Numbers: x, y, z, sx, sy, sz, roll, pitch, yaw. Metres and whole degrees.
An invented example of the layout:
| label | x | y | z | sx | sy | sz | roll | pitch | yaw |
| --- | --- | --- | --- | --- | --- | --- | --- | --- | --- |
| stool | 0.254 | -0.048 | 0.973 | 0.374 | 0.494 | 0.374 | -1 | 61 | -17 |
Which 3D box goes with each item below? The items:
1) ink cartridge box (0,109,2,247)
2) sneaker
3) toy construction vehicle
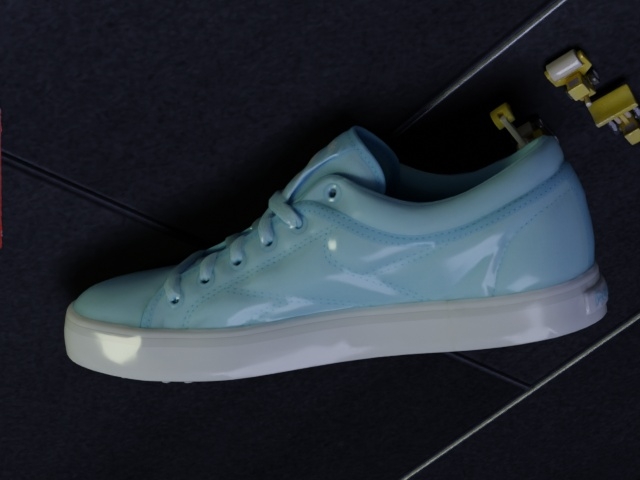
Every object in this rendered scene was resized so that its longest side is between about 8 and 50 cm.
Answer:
| label | x | y | z | sx | sy | sz | roll | pitch | yaw |
| --- | --- | --- | --- | --- | --- | --- | --- | --- | --- |
| ink cartridge box | -0.285 | -0.016 | 1.171 | 0.179 | 0.045 | 0.145 | -3 | 142 | -12 |
| sneaker | 0.000 | 0.000 | 1.258 | 0.365 | 0.135 | 0.150 | -8 | 101 | 8 |
| toy construction vehicle | 0.167 | -0.078 | 1.257 | 0.086 | 0.035 | 0.098 | -29 | 141 | 17 |
